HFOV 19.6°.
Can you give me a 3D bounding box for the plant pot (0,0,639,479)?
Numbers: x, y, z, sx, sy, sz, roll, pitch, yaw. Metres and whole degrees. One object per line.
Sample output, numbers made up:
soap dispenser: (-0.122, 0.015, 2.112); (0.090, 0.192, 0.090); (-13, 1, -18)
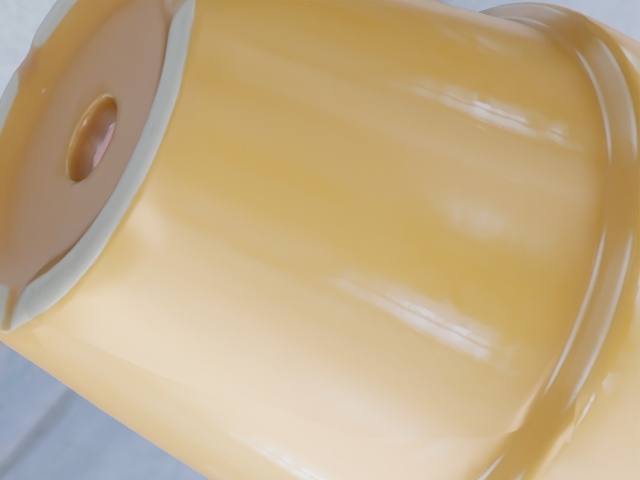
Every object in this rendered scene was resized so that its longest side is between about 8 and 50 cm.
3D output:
plant pot: (0.000, 0.000, 0.578); (0.188, 0.205, 0.205); (24, 99, -29)
